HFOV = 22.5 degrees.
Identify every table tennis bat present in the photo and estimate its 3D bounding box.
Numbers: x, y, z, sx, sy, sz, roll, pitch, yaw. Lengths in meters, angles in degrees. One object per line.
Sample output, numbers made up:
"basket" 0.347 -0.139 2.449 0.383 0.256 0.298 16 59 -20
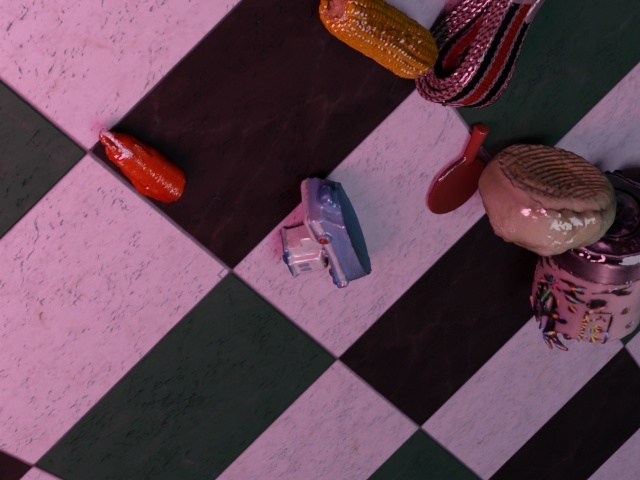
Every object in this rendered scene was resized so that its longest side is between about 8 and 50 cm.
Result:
"table tennis bat" 0.196 -0.095 2.208 0.098 0.019 0.154 -15 140 -37

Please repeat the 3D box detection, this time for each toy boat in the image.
"toy boat" 0.000 0.000 2.062 0.102 0.088 0.215 -11 149 12

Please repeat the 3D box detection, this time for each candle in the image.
"candle" -0.199 -0.082 1.768 0.053 0.048 0.162 -31 149 12
"candle" 0.415 0.060 2.472 0.187 0.187 0.330 -27 145 -25

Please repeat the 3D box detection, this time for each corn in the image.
"corn" 0.071 -0.241 1.866 0.068 0.068 0.207 -51 144 11

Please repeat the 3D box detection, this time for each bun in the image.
"bun" 0.307 -0.047 2.221 0.195 0.195 0.118 -11 133 -40

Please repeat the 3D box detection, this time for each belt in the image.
"belt" 0.243 -0.308 1.940 0.359 0.126 0.094 -52 156 23

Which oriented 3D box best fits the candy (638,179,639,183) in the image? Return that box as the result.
"candy" 0.565 -0.075 2.586 0.275 0.070 0.145 -16 146 -39
